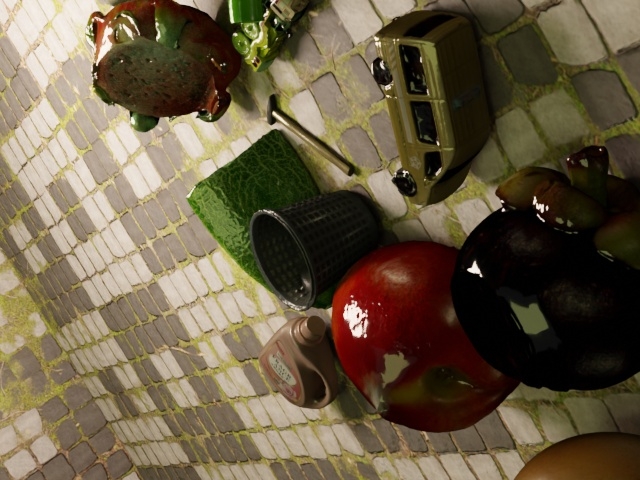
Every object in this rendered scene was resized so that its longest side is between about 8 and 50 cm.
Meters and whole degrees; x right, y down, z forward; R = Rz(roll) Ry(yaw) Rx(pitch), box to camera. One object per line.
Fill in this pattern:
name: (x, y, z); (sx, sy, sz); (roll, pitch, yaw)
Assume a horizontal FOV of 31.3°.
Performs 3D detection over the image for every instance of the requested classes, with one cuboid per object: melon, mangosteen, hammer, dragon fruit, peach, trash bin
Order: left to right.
dragon fruit: (-0.257, -0.296, 1.880); (0.268, 0.130, 0.295); (20, 146, -19)
melon: (-0.060, -0.009, 1.937); (0.323, 0.196, 0.124); (54, -173, -10)
hammer: (-0.018, -0.164, 1.822); (0.199, 0.013, 0.062); (39, 147, 29)
trash bin: (0.000, 0.000, 1.797); (0.175, 0.161, 0.175); (42, 147, 35)
peach: (0.156, 0.131, 1.700); (0.338, 0.281, 0.281); (-101, -7, -66)
mangosteen: (0.282, 0.037, 1.334); (0.287, 0.233, 0.287); (159, 90, -81)

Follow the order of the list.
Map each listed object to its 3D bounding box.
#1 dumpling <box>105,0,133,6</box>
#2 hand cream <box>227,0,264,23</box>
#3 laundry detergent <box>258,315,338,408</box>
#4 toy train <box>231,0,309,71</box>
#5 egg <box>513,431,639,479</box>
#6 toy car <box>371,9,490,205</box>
dumpling: (-0.344, -0.448, 1.866); (0.252, 0.179, 0.131); (33, 143, 36)
hand cream: (-0.120, -0.446, 1.612); (0.079, 0.050, 0.275); (0, 100, 30)
laundry detergent: (-0.022, 0.231, 2.161); (0.171, 0.076, 0.237); (52, 149, 7)
toy train: (-0.065, -0.341, 1.681); (0.085, 0.053, 0.249); (47, 149, 4)
egg: (0.395, 0.392, 1.458); (0.351, 0.283, 0.282); (9, 126, 48)
toy car: (0.152, -0.163, 1.470); (0.124, 0.101, 0.256); (16, 131, 46)
